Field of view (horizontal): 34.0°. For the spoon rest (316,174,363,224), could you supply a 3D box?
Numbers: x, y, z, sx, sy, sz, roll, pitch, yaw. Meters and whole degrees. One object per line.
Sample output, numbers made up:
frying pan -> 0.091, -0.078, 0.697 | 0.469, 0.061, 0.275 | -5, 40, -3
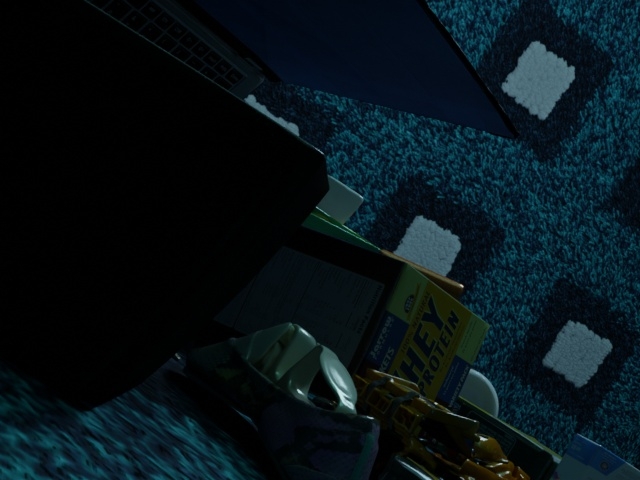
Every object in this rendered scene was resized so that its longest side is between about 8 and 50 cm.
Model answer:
spoon rest -> 0.000, 0.000, 1.360 | 0.137, 0.084, 0.276 | 34, -15, 7

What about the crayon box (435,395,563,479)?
crayon box -> 0.293, 0.319, 1.428 | 0.202, 0.081, 0.318 | 29, -3, 46

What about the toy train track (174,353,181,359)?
toy train track -> -0.124, 0.076, 0.832 | 0.048, 0.014, 0.083 | 33, -2, 8

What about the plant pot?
plant pot -> -0.118, -0.018, 0.567 | 0.187, 0.167, 0.188 | 32, -2, 2

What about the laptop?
laptop -> -0.117, -0.097, 0.815 | 0.236, 0.408, 0.382 | 57, 12, 26

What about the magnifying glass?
magnifying glass -> 0.033, 0.009, 1.052 | 0.231, 0.026, 0.092 | 22, -7, 1

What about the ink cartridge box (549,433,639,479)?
ink cartridge box -> 0.315, 0.306, 1.240 | 0.088, 0.122, 0.052 | 34, -6, -22

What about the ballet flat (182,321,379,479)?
ballet flat -> -0.021, 0.099, 0.682 | 0.077, 0.079, 0.221 | 32, -1, -29

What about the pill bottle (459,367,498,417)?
pill bottle -> 0.212, 0.253, 1.662 | 0.119, 0.119, 0.208 | 33, -1, 4

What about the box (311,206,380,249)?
box -> 0.024, 0.014, 1.182 | 0.179, 0.043, 0.105 | 36, -10, -22

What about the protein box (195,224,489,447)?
protein box -> 0.016, 0.082, 1.002 | 0.201, 0.136, 0.200 | 20, -8, 35

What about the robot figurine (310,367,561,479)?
robot figurine -> 0.123, 0.190, 0.813 | 0.291, 0.085, 0.211 | 33, -5, -26
